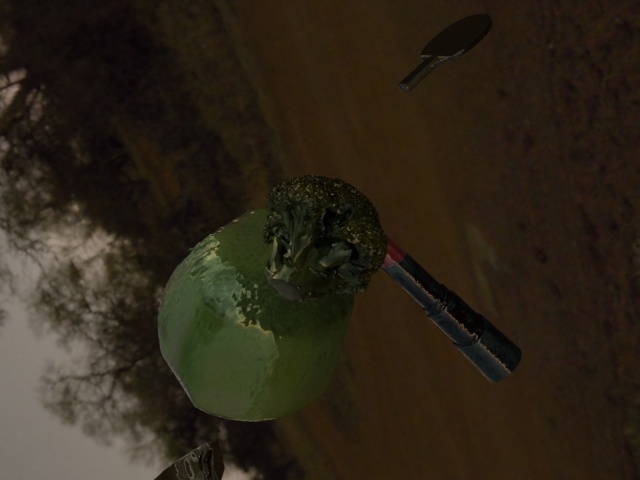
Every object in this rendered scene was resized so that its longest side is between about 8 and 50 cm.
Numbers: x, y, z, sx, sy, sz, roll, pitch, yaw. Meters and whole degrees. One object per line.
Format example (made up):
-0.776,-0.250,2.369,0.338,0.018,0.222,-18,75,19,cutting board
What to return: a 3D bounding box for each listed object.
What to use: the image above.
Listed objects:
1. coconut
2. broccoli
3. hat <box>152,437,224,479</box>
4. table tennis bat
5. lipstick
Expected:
-0.101,0.123,1.323,0.328,0.281,0.328,-165,90,-85,coconut
0.000,0.000,0.811,0.130,0.120,0.131,47,150,-19,broccoli
-0.180,0.400,1.330,0.175,0.147,0.085,61,-170,23,hat
0.162,-0.249,1.166,0.014,0.158,0.095,54,163,-29,table tennis bat
0.135,0.071,1.027,0.234,0.053,0.053,42,175,-12,lipstick
